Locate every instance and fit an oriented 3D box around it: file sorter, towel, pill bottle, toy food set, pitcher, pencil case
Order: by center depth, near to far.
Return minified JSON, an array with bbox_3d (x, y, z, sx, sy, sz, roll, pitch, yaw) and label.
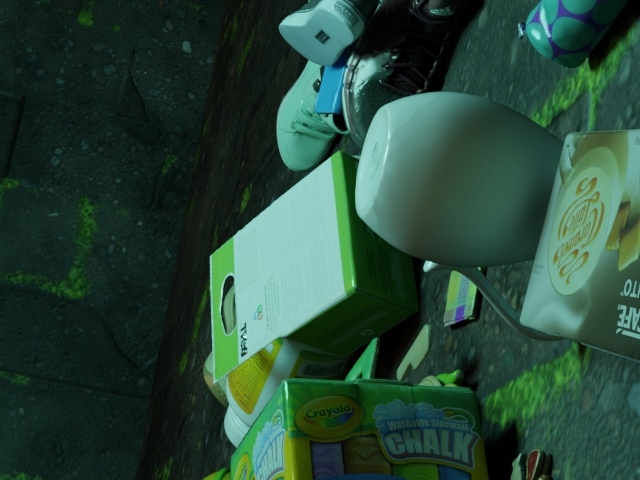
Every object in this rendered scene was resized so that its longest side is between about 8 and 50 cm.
[{"bbox_3d":[0.129,-0.014,1.067,0.125,0.207,0.178,-102,26,-64],"label":"pitcher"},{"bbox_3d":[0.164,0.214,1.109,0.078,0.019,0.122,122,166,-55],"label":"toy food set"},{"bbox_3d":[0.224,-0.211,1.181,0.152,0.064,0.070,122,142,-55],"label":"pencil case"},{"bbox_3d":[0.113,0.187,1.342,0.132,0.038,0.192,115,153,-61],"label":"toy food set"},{"bbox_3d":[0.140,0.053,1.404,0.083,0.009,0.060,147,136,-72],"label":"towel"},{"bbox_3d":[0.071,-0.231,1.795,0.118,0.104,0.170,-156,80,-78],"label":"file sorter"},{"bbox_3d":[-0.041,0.161,1.801,0.136,0.136,0.246,-91,19,-48],"label":"pill bottle"}]

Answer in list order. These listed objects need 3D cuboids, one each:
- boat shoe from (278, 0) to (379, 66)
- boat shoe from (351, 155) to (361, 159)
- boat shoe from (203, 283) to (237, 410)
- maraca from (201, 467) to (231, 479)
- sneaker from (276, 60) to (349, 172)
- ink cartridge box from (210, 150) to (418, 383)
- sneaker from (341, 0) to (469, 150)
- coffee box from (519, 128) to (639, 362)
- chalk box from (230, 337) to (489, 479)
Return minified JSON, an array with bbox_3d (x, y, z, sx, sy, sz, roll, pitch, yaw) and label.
[{"bbox_3d":[0.015,-0.267,1.697,0.076,0.080,0.228,-50,7,-11],"label":"boat shoe"},{"bbox_3d":[0.003,0.000,1.841,0.320,0.118,0.103,-40,41,54],"label":"boat shoe"},{"bbox_3d":[-0.069,0.118,2.053,0.123,0.123,0.342,-38,12,23],"label":"boat shoe"},{"bbox_3d":[-0.140,0.407,2.101,0.186,0.099,0.127,76,-154,-57],"label":"maraca"},{"bbox_3d":[-0.002,-0.175,2.093,0.151,0.094,0.256,-97,22,-50],"label":"sneaker"},{"bbox_3d":[-0.017,0.045,1.653,0.255,0.097,0.189,-36,46,38],"label":"ink cartridge box"},{"bbox_3d":[0.108,-0.235,1.642,0.162,0.106,0.281,-174,98,-75],"label":"sneaker"},{"bbox_3d":[0.221,0.008,0.874,0.246,0.098,0.141,-162,85,-78],"label":"coffee box"},{"bbox_3d":[0.031,0.226,1.212,0.180,0.179,0.289,119,150,-52],"label":"chalk box"}]
